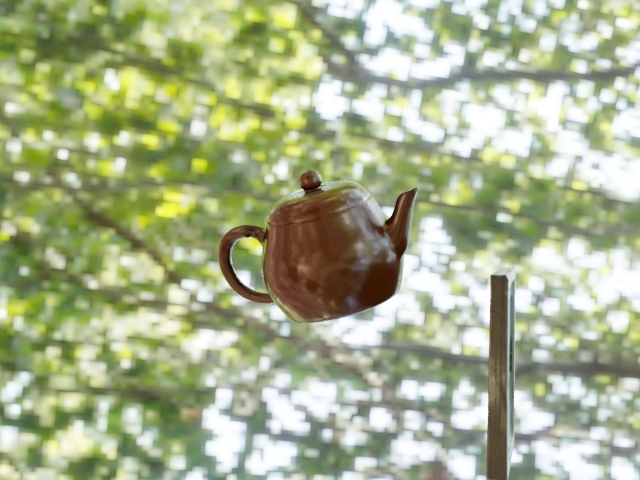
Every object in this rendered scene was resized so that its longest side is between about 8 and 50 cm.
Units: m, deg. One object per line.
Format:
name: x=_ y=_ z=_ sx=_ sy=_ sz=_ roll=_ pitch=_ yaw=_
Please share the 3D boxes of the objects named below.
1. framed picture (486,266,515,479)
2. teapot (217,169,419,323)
framed picture: x=0.139 y=0.097 z=1.413 sx=0.203 sy=0.015 sz=0.150 roll=-1 pitch=92 yaw=-82
teapot: x=0.000 y=0.000 z=1.410 sx=0.173 sy=0.116 sz=0.116 roll=-12 pitch=-112 yaw=22
